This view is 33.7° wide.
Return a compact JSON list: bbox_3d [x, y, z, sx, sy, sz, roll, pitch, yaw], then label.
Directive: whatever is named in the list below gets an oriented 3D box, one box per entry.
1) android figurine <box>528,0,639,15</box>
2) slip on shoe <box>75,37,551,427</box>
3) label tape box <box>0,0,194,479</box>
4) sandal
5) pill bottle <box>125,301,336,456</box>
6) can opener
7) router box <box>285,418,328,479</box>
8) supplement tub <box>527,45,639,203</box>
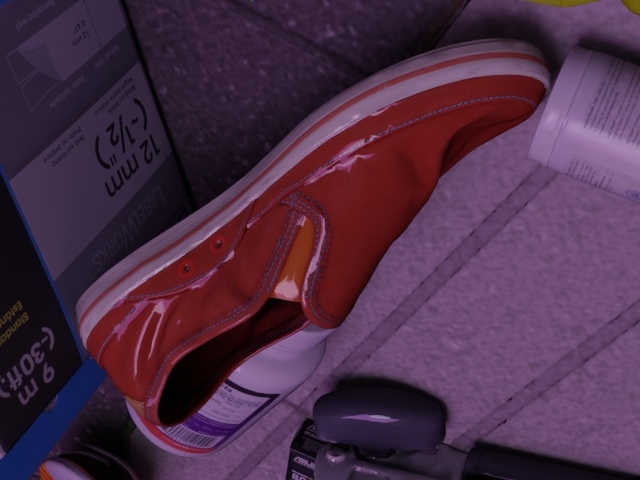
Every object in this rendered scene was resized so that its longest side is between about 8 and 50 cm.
[{"bbox_3d":[0.157,-0.184,0.428,0.273,0.056,0.248,-9,144,14],"label":"android figurine"},{"bbox_3d":[0.000,0.000,0.627,0.331,0.123,0.101,-35,70,15],"label":"slip on shoe"},{"bbox_3d":[-0.196,0.008,0.705,0.115,0.249,0.347,2,126,28],"label":"label tape box"},{"bbox_3d":[-0.224,0.245,1.047,0.102,0.076,0.265,53,154,1],"label":"sandal"},{"bbox_3d":[-0.063,0.078,0.790,0.108,0.108,0.193,40,134,-6],"label":"pill bottle"},{"bbox_3d":[0.124,0.176,0.791,0.283,0.076,0.095,8,130,22],"label":"can opener"},{"bbox_3d":[0.030,0.214,0.898,0.122,0.038,0.092,20,132,13],"label":"router box"},{"bbox_3d":[0.175,-0.057,0.577,0.107,0.071,0.071,23,134,10],"label":"supplement tub"}]
